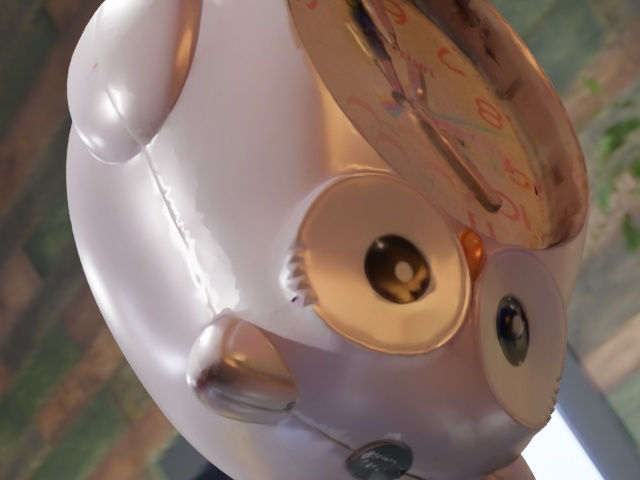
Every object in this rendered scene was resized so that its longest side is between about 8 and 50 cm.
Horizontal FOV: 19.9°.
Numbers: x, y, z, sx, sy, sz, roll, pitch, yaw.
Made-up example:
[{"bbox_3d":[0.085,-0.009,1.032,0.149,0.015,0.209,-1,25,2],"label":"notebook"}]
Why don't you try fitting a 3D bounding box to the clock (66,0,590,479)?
[{"bbox_3d":[0.000,0.000,1.140,0.368,0.376,0.250,28,-52,-32],"label":"clock"}]
